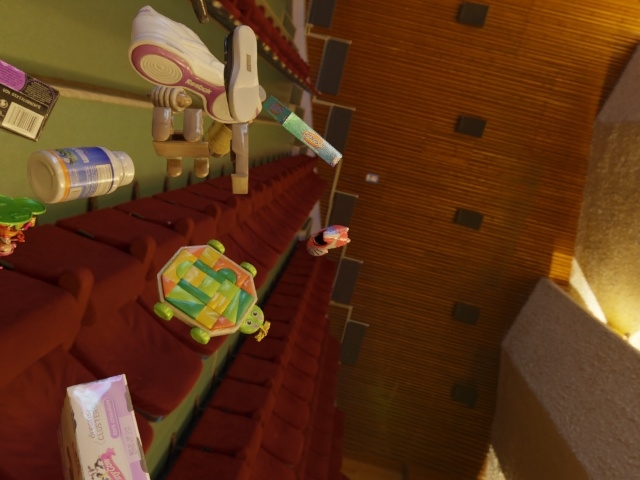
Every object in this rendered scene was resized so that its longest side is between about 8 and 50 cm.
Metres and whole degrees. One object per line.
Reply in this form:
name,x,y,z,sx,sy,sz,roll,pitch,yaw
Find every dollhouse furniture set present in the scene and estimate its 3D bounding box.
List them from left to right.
dollhouse furniture set,-0.314,-0.221,1.216,0.212,0.242,0.161,117,-29,-71

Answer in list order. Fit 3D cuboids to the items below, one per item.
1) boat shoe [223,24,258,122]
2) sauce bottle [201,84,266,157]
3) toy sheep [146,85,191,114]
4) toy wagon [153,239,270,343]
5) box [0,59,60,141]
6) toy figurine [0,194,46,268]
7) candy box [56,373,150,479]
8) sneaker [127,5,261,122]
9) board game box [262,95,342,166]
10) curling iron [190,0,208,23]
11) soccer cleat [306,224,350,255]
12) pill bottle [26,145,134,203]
boat shoe,-0.118,-0.235,0.655,0.049,0.040,0.142,13,77,-53
sauce bottle,-0.291,-0.404,1.544,0.344,0.111,0.111,-31,-146,48
toy sheep,-0.401,-0.375,1.209,0.091,0.132,0.091,8,90,-74
toy wagon,-0.286,0.160,1.303,0.267,0.344,0.068,-58,-176,-35
box,-0.807,-0.357,1.144,0.165,0.270,0.143,28,83,-51
toy figurine,-0.724,-0.010,1.029,0.159,0.130,0.173,-61,170,17
candy box,-0.288,0.290,0.596,0.196,0.070,0.165,-49,-123,44
sneaker,-0.229,-0.343,0.902,0.305,0.114,0.152,24,47,-52
board game box,-0.051,-0.305,1.280,0.047,0.210,0.160,-50,-139,10
curling iron,-0.174,-0.403,0.603,0.274,0.068,0.035,105,-17,-63
soccer cleat,0.000,0.000,1.453,0.248,0.095,0.083,-19,-105,61
pill bottle,-0.711,-0.206,1.383,0.272,0.152,0.152,-29,137,-59
